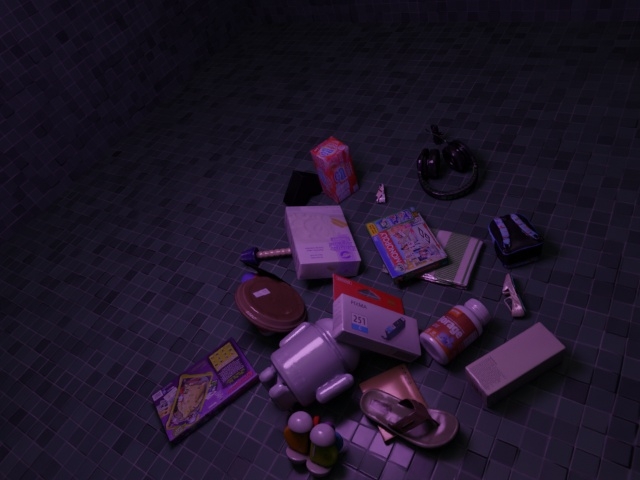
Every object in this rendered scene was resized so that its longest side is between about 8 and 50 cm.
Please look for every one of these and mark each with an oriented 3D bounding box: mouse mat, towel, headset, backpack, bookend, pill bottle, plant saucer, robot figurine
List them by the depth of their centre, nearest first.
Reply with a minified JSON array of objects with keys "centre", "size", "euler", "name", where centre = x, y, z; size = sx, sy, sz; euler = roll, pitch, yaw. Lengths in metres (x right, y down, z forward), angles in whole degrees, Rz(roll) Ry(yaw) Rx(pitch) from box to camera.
[{"centre":[0.432,0.284,1.527],"size":[0.216,0.121,0.121],"euler":[-36,47,-13],"name":"pill bottle"},{"centre":[-0.018,0.387,1.541],"size":[0.353,0.200,0.300],"euler":[-35,47,-13],"name":"robot figurine"},{"centre":[0.683,-0.007,1.702],"size":[0.158,0.117,0.173],"euler":[-19,46,3],"name":"backpack"},{"centre":[-0.174,0.222,1.742],"size":[0.278,0.041,0.278],"euler":[19,30,-11],"name":"plant saucer"},{"centre":[0.421,0.055,1.800],"size":[0.324,0.038,0.248],"euler":[11,53,30],"name":"towel"},{"centre":[-0.216,0.129,1.885],"size":[0.189,0.152,0.007],"euler":[20,77,33],"name":"mouse mat"},{"centre":[0.535,-0.337,2.074],"size":[0.243,0.185,0.394],"euler":[-15,61,12],"name":"headset"},{"centre":[-0.071,-0.229,2.195],"size":[0.157,0.156,0.072],"euler":[1,26,-44],"name":"bookend"}]

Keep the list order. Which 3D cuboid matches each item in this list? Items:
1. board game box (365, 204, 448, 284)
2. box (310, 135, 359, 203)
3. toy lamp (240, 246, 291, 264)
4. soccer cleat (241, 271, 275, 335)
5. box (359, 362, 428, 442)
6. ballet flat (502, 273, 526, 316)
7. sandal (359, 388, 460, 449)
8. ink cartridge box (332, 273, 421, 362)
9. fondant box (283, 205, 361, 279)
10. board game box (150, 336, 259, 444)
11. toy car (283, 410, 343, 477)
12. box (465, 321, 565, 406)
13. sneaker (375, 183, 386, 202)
[{"centre":[0.320,0.010,1.826],"size":[0.213,0.046,0.317],"euler":[-21,43,0],"name":"board game box"},{"centre":[0.065,-0.306,2.100],"size":[0.128,0.257,0.122],"euler":[-37,49,-14],"name":"box"},{"centre":[-0.197,0.055,1.995],"size":[0.274,0.080,0.080],"euler":[-6,48,14],"name":"toy lamp"},{"centre":[-0.242,0.217,1.835],"size":[0.108,0.116,0.318],"euler":[-27,46,-3],"name":"soccer cleat"},{"centre":[0.229,0.496,1.478],"size":[0.164,0.021,0.201],"euler":[-24,46,-2],"name":"box"},{"centre":[0.633,0.180,1.596],"size":[0.052,0.057,0.168],"euler":[-19,45,17],"name":"ballet flat"},{"centre":[0.245,0.508,1.384],"size":[0.302,0.086,0.120],"euler":[11,54,28],"name":"sandal"},{"centre":[0.179,0.237,1.569],"size":[0.296,0.066,0.261],"euler":[21,43,-21],"name":"ink cartridge box"},{"centre":[0.000,0.000,1.902],"size":[0.238,0.096,0.330],"euler":[-3,45,-15],"name":"fondant box"},{"centre":[-0.402,0.515,1.674],"size":[0.347,0.056,0.208],"euler":[-35,43,-12],"name":"board game box"},{"centre":[-0.012,0.586,1.419],"size":[0.182,0.159,0.136],"euler":[17,20,32],"name":"toy car"},{"centre":[0.574,0.366,1.420],"size":[0.275,0.094,0.113],"euler":[-28,46,-6],"name":"box"},{"centre":[0.260,-0.207,2.091],"size":[0.043,0.040,0.109],"euler":[-10,46,14],"name":"sneaker"}]
